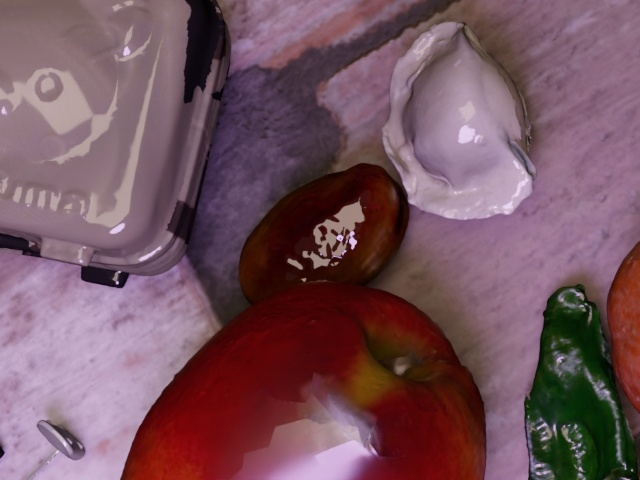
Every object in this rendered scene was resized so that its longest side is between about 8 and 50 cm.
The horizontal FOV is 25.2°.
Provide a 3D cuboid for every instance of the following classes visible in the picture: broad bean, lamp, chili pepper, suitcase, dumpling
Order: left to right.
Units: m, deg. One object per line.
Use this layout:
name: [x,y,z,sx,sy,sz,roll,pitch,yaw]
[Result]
lamp: [-0.293,0.242,1.285,0.050,0.056,0.198,43,93,13]
suitcase: [-0.260,-0.152,1.281,0.351,0.194,0.339,11,79,13]
broad bean: [0.000,0.000,1.259,0.165,0.084,0.114,-28,47,12]
dumpling: [0.116,-0.099,1.249,0.127,0.108,0.188,-26,74,29]
chili pepper: [0.223,0.140,1.190,0.108,0.062,0.216,-23,66,47]

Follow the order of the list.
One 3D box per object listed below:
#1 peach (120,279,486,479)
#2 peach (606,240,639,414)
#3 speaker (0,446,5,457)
peach: [-0.022,0.202,1.173,0.281,0.281,0.338,44,117,16]
peach: [0.327,0.068,1.138,0.232,0.232,0.232,-2,79,11]
speaker: [-0.445,0.155,1.239,0.184,0.232,0.254,-43,79,1]
